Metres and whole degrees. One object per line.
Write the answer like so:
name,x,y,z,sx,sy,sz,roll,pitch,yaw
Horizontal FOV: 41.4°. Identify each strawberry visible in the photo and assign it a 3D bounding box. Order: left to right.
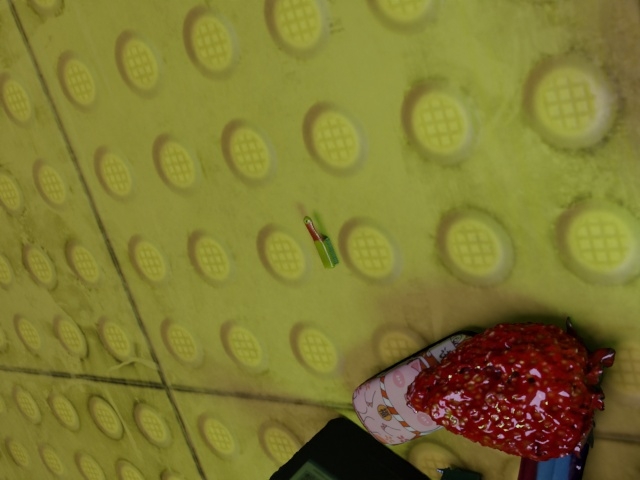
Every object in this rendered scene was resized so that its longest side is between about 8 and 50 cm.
strawberry,0.213,0.168,0.987,0.228,0.098,0.174,10,99,14

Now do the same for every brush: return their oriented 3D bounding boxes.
brush,0.000,0.000,1.177,0.019,0.021,0.083,-10,113,45

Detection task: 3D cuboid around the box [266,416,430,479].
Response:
box,0.096,0.416,1.206,0.350,0.211,0.058,35,134,21

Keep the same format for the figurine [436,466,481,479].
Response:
figurine,0.218,0.372,1.182,0.140,0.068,0.075,21,110,17

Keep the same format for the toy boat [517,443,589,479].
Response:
toy boat,0.269,0.385,1.073,0.080,0.136,0.391,13,99,24

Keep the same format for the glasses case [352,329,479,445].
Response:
glasses case,0.142,0.203,1.143,0.103,0.067,0.267,53,136,2
